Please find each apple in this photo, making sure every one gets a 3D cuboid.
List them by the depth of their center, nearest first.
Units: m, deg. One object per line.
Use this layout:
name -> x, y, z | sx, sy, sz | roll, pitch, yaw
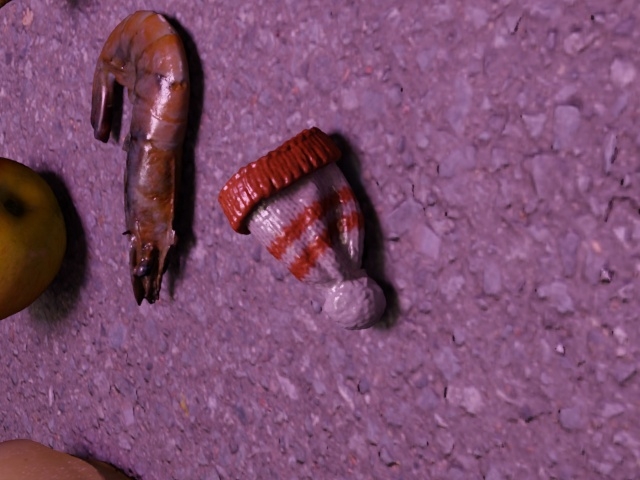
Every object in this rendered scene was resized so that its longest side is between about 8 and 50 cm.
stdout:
apple -> -0.388, -0.001, 1.050 | 0.196, 0.196, 0.195 | 10, 105, 42

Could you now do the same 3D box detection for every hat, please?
hat -> 0.000, 0.000, 0.754 | 0.162, 0.112, 0.093 | 53, 158, 10

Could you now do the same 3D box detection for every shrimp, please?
shrimp -> -0.194, -0.087, 0.945 | 0.169, 0.058, 0.295 | 21, 109, 47

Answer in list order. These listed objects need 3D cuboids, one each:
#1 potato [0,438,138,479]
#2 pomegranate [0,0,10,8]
potato -> -0.291, 0.374, 1.018 | 0.286, 0.242, 0.242 | 13, 107, 22
pomegranate -> -0.314, -0.352, 0.945 | 0.156, 0.156, 0.220 | -23, 64, 44
